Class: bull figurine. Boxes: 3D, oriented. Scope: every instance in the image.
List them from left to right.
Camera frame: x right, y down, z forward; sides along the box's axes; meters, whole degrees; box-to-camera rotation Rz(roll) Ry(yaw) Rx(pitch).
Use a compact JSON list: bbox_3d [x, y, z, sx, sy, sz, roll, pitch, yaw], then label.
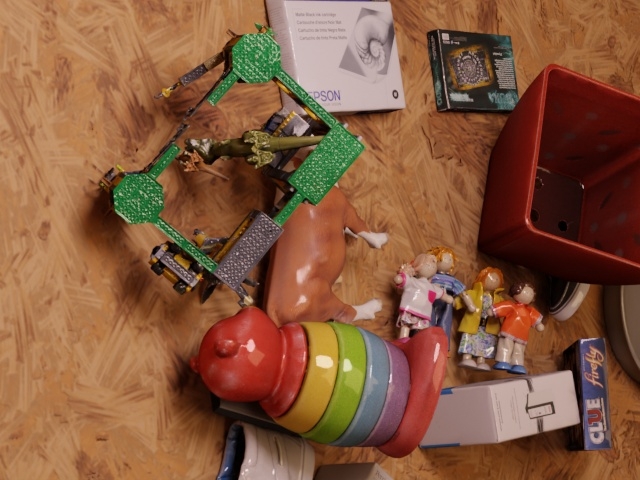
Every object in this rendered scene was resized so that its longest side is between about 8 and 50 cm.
[{"bbox_3d":[0.000,0.000,2.042,0.188,0.101,0.310,28,64,-36],"label":"bull figurine"}]

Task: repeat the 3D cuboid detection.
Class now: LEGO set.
[{"bbox_3d":[-0.114,-0.094,1.894,0.255,0.192,0.331,33,87,-15],"label":"LEGO set"}]

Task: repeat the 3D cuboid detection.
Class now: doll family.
[{"bbox_3d":[0.198,0.096,2.240,0.263,0.118,0.163,16,77,-24],"label":"doll family"}]

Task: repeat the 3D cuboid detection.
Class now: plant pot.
[{"bbox_3d":[0.379,-0.070,2.317,0.267,0.235,0.267,18,68,-19],"label":"plant pot"}]

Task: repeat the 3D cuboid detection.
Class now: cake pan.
[{"bbox_3d":[0.585,0.125,2.649,0.293,0.054,0.293,11,75,-44],"label":"cake pan"}]

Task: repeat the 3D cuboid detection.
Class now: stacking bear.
[{"bbox_3d":[-0.013,0.163,1.889,0.289,0.175,0.164,16,70,-22],"label":"stacking bear"}]

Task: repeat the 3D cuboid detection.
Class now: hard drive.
[{"bbox_3d":[-0.082,0.193,1.940,0.135,0.022,0.094,20,41,-31],"label":"hard drive"}]

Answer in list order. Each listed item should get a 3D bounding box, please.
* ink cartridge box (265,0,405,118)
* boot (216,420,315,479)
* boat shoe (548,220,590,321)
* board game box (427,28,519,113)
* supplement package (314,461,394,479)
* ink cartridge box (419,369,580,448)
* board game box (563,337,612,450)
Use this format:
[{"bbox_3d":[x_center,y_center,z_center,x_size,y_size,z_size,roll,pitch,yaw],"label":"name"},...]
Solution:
[{"bbox_3d":[0.021,-0.288,2.162,0.223,0.045,0.224,-10,89,-46],"label":"ink cartridge box"},{"bbox_3d":[-0.084,0.354,1.909,0.123,0.095,0.258,24,57,-34],"label":"boot"},{"bbox_3d":[0.399,0.022,2.470,0.076,0.080,0.229,33,62,-17],"label":"boat shoe"},{"bbox_3d":[0.242,-0.263,2.396,0.186,0.026,0.126,-3,84,-46],"label":"board game box"},{"bbox_3d":[0.033,0.393,1.997,0.105,0.105,0.179,46,52,-29],"label":"supplement package"},{"bbox_3d":[0.258,0.246,2.224,0.203,0.148,0.086,-4,84,-47],"label":"ink cartridge box"},{"bbox_3d":[0.409,0.241,2.350,0.243,0.042,0.165,66,21,-80],"label":"board game box"}]
